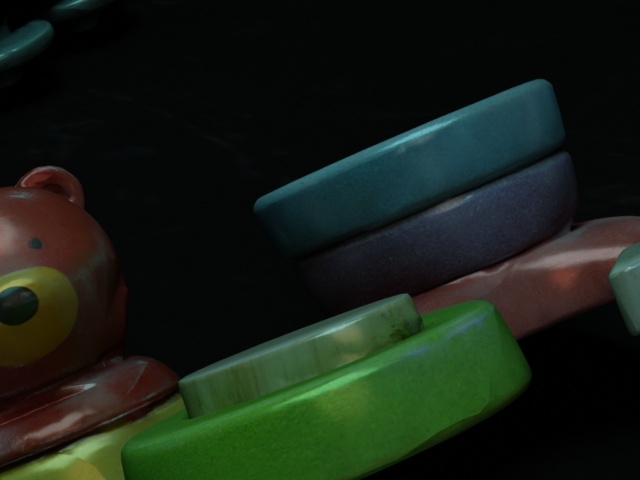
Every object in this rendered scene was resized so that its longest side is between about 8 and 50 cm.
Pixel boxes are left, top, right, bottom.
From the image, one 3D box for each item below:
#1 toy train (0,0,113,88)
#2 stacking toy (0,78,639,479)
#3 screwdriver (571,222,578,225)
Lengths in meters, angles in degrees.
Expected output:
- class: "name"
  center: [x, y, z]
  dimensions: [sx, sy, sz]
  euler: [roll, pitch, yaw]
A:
- class: "toy train"
  center: [-0.256, -0.149, 1.196]
  dimensions: [0.190, 0.142, 0.334]
  euler: [-4, 27, 31]
- class: "stacking toy"
  center: [0.000, 0.000, 0.713]
  dimensions: [0.309, 0.130, 0.279]
  euler: [-23, 1, -27]
- class: "screwdriver"
  center: [0.152, 0.020, 0.871]
  dimensions: [0.170, 0.025, 0.024]
  euler: [23, 40, 32]
